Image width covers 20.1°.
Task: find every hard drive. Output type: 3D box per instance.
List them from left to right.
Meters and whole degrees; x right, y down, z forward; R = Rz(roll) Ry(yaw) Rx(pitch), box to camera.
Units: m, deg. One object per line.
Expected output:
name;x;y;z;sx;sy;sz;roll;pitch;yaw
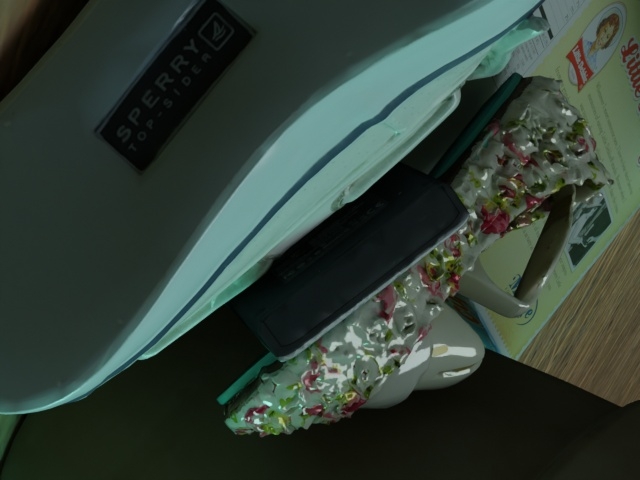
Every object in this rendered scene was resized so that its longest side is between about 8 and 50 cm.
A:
hard drive;0.000;0.000;0.758;0.094;0.022;0.135;-38;-163;-5

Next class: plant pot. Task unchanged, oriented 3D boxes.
plant pot;0.003;0.159;0.886;0.323;0.280;0.323;-46;160;-22

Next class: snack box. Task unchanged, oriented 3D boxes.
snack box;0.102;-0.077;0.946;0.187;0.060;0.322;-49;148;-10

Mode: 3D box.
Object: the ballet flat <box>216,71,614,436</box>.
ballet flat;0.055;0.015;0.791;0.241;0.077;0.091;-47;-178;-31

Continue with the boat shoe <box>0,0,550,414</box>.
boat shoe;0.002;-0.075;0.695;0.367;0.136;0.156;-48;169;9
